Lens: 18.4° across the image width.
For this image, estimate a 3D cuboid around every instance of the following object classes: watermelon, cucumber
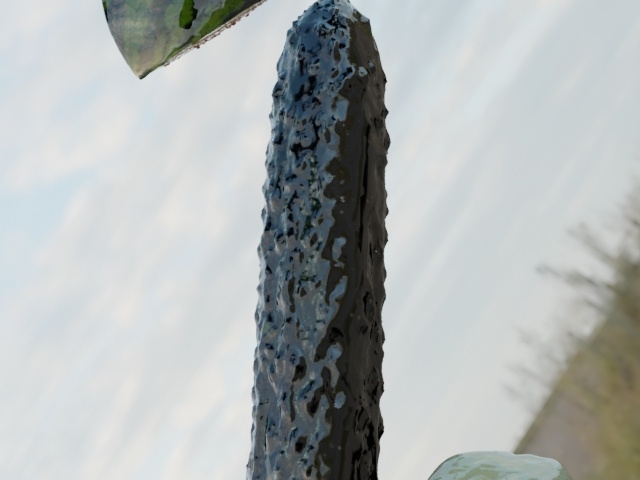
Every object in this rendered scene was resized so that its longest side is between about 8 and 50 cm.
[{"bbox_3d":[-0.091,-0.177,1.389,0.125,0.135,0.094,-36,-34,5],"label":"watermelon"},{"bbox_3d":[0.000,-0.001,1.016,0.072,0.072,0.300,96,176,-73],"label":"cucumber"}]

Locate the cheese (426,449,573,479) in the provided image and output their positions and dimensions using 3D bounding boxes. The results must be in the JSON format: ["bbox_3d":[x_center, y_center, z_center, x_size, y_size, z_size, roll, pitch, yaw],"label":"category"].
[{"bbox_3d":[0.022,0.128,0.682,0.194,0.065,0.043,-29,-61,-42],"label":"cheese"}]
